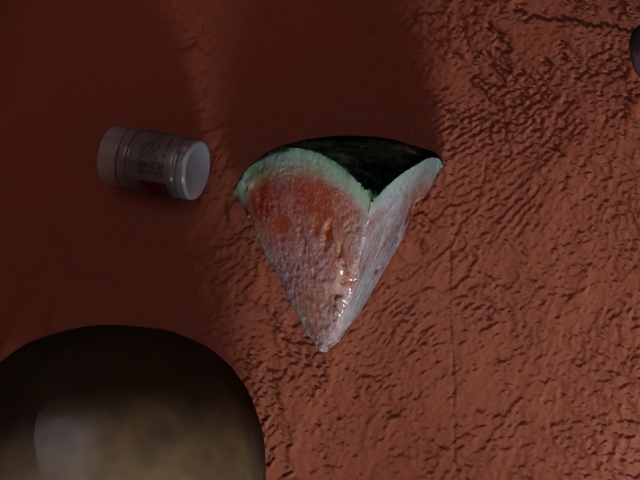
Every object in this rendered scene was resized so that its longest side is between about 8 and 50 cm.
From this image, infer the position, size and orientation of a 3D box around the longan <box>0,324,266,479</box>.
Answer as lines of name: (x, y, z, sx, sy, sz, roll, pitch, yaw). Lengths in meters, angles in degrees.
longan: (-0.171, 0.190, 1.367, 0.258, 0.258, 0.258, -6, 64, 13)

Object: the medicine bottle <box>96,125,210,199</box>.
medicine bottle: (-0.155, -0.072, 1.582, 0.091, 0.058, 0.058, 11, 69, 20)

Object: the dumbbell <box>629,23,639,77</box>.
dumbbell: (0.324, -0.249, 1.488, 0.124, 0.140, 0.225, 10, 61, -28)

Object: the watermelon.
watermelon: (-0.006, -0.022, 1.487, 0.207, 0.136, 0.202, -2, 58, 31)
